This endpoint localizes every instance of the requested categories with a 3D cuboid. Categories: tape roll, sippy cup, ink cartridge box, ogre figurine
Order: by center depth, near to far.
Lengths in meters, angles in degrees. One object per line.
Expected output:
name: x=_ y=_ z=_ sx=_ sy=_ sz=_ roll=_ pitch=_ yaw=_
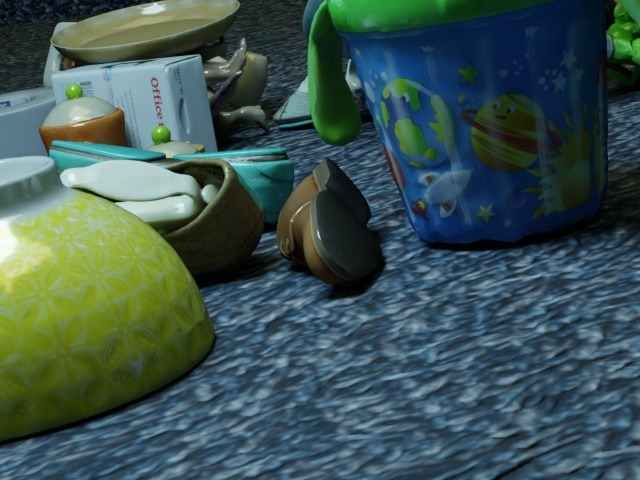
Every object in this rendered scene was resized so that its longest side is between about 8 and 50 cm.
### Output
sippy cup: x=0.138 y=-0.121 z=1.396 sx=0.240 sy=0.224 sz=0.305 roll=-15 pitch=14 yaw=-13
ogre figurine: x=0.369 y=-0.213 z=1.880 sx=0.118 sy=0.096 sz=0.197 roll=12 pitch=37 yaw=17
ink cartridge box: x=-0.213 y=-0.141 z=1.965 sx=0.175 sy=0.127 sz=0.072 roll=-1 pitch=15 yaw=34
tape roll: x=-0.430 y=-0.147 z=2.283 sx=0.219 sy=0.072 sz=0.219 roll=-10 pitch=14 yaw=2

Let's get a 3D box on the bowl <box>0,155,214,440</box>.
bowl: x=-0.233 y=0.028 z=1.240 sx=0.289 sy=0.156 sz=0.289 roll=-11 pitch=14 yaw=3

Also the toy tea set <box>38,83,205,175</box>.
toy tea set: x=-0.229 y=-0.095 z=1.796 sx=0.336 sy=0.124 sz=0.200 roll=2 pitch=19 yaw=44

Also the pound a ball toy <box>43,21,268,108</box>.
pound a ball toy: x=-0.232 y=-0.211 z=2.336 sx=0.208 sy=0.135 sz=0.319 roll=10 pitch=2 yaw=-28

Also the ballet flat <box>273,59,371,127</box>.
ballet flat: x=0.037 y=-0.181 z=2.027 sx=0.221 sy=0.079 sz=0.077 roll=-2 pitch=17 yaw=34

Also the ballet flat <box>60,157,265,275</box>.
ballet flat: x=-0.217 y=-0.010 z=1.415 sx=0.342 sy=0.124 sz=0.116 roll=-8 pitch=53 yaw=-1

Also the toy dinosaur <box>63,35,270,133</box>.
toy dinosaur: x=-0.189 y=-0.168 z=2.075 sx=0.200 sy=0.127 sz=0.296 roll=-16 pitch=19 yaw=-22

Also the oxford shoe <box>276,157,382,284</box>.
oxford shoe: x=0.000 y=0.000 z=1.392 sx=0.076 sy=0.076 sz=0.212 roll=-40 pitch=12 yaw=10

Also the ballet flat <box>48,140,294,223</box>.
ballet flat: x=-0.145 y=-0.047 z=1.595 sx=0.247 sy=0.087 sz=0.083 roll=3 pitch=4 yaw=16

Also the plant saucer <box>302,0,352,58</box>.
plant saucer: x=0.129 y=-0.291 z=1.883 sx=0.318 sy=0.043 sz=0.317 roll=-28 pitch=-17 yaw=-9

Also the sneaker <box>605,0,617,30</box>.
sneaker: x=0.291 y=-0.222 z=2.008 sx=0.283 sy=0.107 sz=0.124 roll=-23 pitch=32 yaw=-29

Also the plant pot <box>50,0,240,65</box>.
plant pot: x=-0.212 y=-0.255 z=2.097 sx=0.236 sy=0.032 sz=0.236 roll=-9 pitch=20 yaw=3
